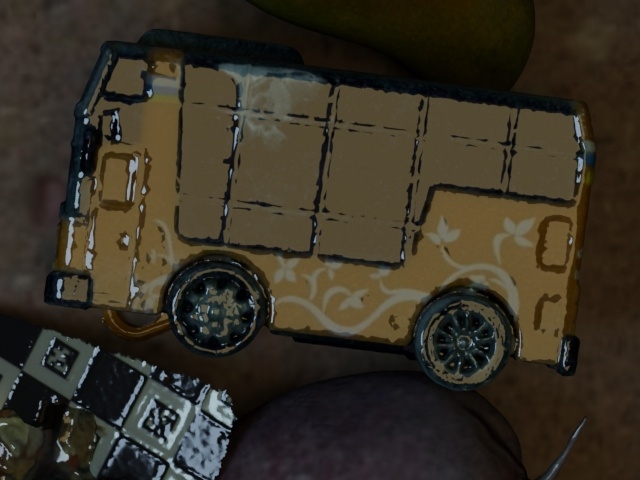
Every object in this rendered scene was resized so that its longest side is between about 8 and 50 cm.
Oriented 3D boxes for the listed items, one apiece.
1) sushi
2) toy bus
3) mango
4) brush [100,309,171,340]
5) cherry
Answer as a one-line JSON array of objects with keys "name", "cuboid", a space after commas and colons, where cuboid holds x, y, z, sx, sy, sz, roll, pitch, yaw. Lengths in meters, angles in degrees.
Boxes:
[{"name": "sushi", "cuboid": [-0.164, 0.155, 1.292, 0.210, 0.040, 0.192, 20, 94, 18]}, {"name": "toy bus", "cuboid": [0.001, -0.020, 1.250, 0.323, 0.162, 0.194, 8, 93, -2]}, {"name": "mango", "cuboid": [0.027, -0.198, 1.289, 0.289, 0.129, 0.146, 24, 88, -21]}, {"name": "brush", "cuboid": [0.000, 0.000, 1.351, 0.314, 0.017, 0.090, -20, 98, -9]}, {"name": "cherry", "cuboid": [0.036, 0.190, 1.288, 0.266, 0.183, 0.213, 1, 82, 8]}]
